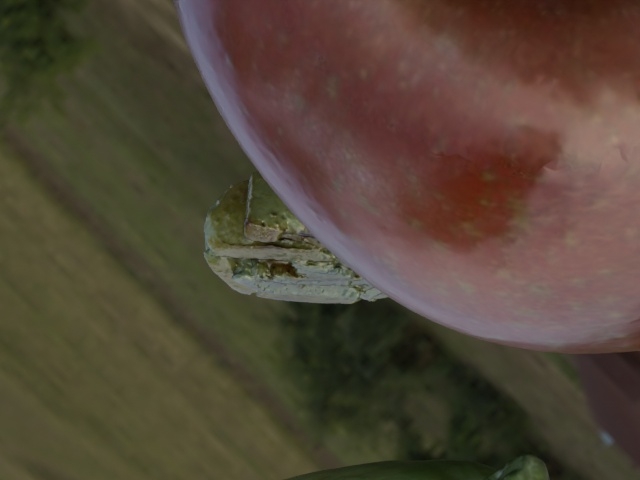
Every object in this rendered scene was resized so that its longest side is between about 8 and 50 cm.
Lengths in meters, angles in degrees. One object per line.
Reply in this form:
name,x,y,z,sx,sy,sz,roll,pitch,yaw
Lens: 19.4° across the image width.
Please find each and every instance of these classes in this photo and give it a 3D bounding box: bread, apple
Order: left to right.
bread,0.000,0.000,1.215,0.117,0.156,0.064,120,149,-62
apple,0.105,-0.125,0.751,0.348,0.348,0.277,46,-176,5

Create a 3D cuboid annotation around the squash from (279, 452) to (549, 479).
squash,-0.010,0.134,0.604,0.118,0.118,0.370,46,149,-5
